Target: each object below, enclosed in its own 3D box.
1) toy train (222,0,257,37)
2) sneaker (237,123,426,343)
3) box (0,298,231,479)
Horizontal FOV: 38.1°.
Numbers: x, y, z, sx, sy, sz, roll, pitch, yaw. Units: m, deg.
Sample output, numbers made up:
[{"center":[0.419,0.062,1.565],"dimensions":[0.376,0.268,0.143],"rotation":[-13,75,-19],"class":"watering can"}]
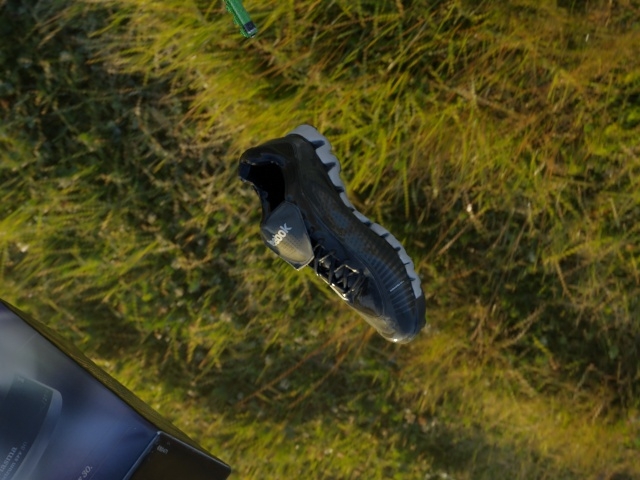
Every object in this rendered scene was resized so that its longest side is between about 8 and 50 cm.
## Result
[{"center":[-0.083,-0.224,0.852],"dimensions":[0.017,0.024,0.083],"rotation":[-34,101,-9],"class":"toy train"},{"center":[0.000,0.000,0.818],"dimensions":[0.234,0.106,0.078],"rotation":[58,136,19],"class":"sneaker"},{"center":[-0.315,0.267,0.987],"dimensions":[0.294,0.296,0.182],"rotation":[29,167,31],"class":"box"}]
